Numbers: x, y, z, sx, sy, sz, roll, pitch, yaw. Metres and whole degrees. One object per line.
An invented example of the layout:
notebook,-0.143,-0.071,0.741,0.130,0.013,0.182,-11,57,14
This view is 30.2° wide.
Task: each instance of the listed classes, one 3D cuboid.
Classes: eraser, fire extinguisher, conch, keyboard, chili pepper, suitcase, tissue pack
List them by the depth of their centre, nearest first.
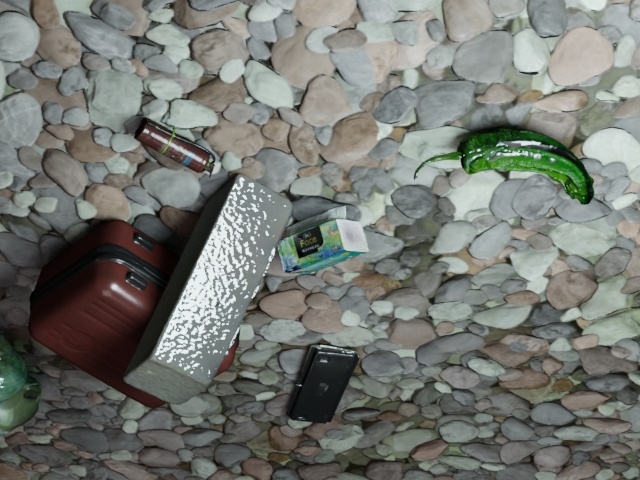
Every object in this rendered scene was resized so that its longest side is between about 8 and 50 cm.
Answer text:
chili pepper,0.278,-0.113,1.668,0.278,0.065,0.122,12,134,-16
fire extinguisher,-0.201,-0.132,1.697,0.132,0.039,0.056,28,142,-25
eraser,-0.166,0.077,1.775,0.111,0.353,0.077,29,172,-26
tissue pack,0.001,-0.001,1.807,0.111,0.079,0.085,-21,169,26
suitcase,-0.294,0.121,1.893,0.236,0.161,0.297,-30,129,31
conch,-0.575,0.254,2.093,0.175,0.122,0.188,-2,145,-26
keyboard,0.000,0.259,2.133,0.093,0.025,0.230,10,138,-10
